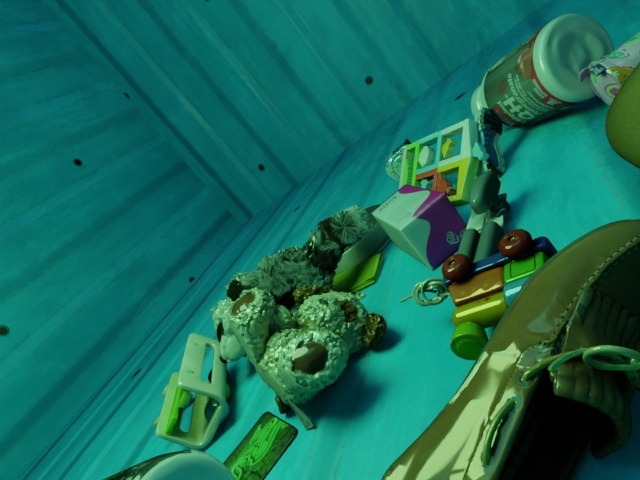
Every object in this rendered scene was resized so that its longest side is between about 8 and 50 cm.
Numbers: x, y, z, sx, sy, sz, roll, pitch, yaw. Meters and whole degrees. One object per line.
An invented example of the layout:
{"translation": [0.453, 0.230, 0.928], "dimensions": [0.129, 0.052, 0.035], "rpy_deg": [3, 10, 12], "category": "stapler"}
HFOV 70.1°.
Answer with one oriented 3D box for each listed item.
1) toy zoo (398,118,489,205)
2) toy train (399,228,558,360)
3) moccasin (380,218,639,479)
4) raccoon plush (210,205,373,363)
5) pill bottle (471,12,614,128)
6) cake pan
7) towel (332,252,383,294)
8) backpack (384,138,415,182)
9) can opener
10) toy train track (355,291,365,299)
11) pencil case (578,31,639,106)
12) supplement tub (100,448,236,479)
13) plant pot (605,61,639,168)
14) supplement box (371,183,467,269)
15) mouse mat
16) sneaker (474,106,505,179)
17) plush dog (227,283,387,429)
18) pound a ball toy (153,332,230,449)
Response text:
{"translation": [0.288, -0.172, 1.107], "dimensions": [0.293, 0.030, 0.193], "rpy_deg": [-9, 71, 65], "category": "toy zoo"}
{"translation": [0.196, 0.098, 0.608], "dimensions": [0.248, 0.105, 0.143], "rpy_deg": [-29, 23, 38], "category": "toy train"}
{"translation": [0.209, 0.132, 0.395], "dimensions": [0.380, 0.139, 0.147], "rpy_deg": [-41, 20, -13], "category": "moccasin"}
{"translation": [-0.068, 0.127, 1.109], "dimensions": [0.446, 0.216, 0.299], "rpy_deg": [-32, 0, -27], "category": "raccoon plush"}
{"translation": [0.486, -0.362, 1.055], "dimensions": [0.176, 0.176, 0.318], "rpy_deg": [-43, 5, -9], "category": "pill bottle"}
{"translation": [0.091, 0.001, 1.267], "dimensions": [0.293, 0.054, 0.293], "rpy_deg": [-38, 14, 11], "category": "cake pan"}
{"translation": [0.047, 0.106, 1.108], "dimensions": [0.237, 0.021, 0.102], "rpy_deg": [-30, 25, 36], "category": "towel"}
{"translation": [0.264, -0.243, 1.454], "dimensions": [0.114, 0.105, 0.084], "rpy_deg": [-39, 12, 28], "category": "backpack"}
{"translation": [0.269, -0.011, 0.786], "dimensions": [0.074, 0.093, 0.280], "rpy_deg": [-26, 24, 41], "category": "can opener"}
{"translation": [0.064, 0.134, 1.014], "dimensions": [0.083, 0.014, 0.048], "rpy_deg": [-32, 16, 33], "category": "toy train track"}
{"translation": [0.626, -0.355, 0.815], "dimensions": [0.284, 0.124, 0.124], "rpy_deg": [-36, 15, 16], "category": "pencil case"}
{"translation": [-0.267, 0.423, 0.603], "dimensions": [0.337, 0.207, 0.207], "rpy_deg": [-33, 16, 29], "category": "supplement tub"}
{"translation": [0.449, -0.153, 0.520], "dimensions": [0.237, 0.237, 0.254], "rpy_deg": [-39, 0, 6], "category": "plant pot"}
{"translation": [0.206, -0.037, 0.963], "dimensions": [0.111, 0.114, 0.220], "rpy_deg": [-39, 13, 1], "category": "supplement box"}
{"translation": [-0.127, 0.382, 0.776], "dimensions": [0.190, 0.007, 0.152], "rpy_deg": [-46, 15, -25], "category": "mouse mat"}
{"translation": [0.373, -0.221, 1.064], "dimensions": [0.083, 0.071, 0.191], "rpy_deg": [141, 141, -61], "category": "sneaker"}
{"translation": [-0.004, 0.177, 0.815], "dimensions": [0.225, 0.211, 0.262], "rpy_deg": [-32, 37, -30], "category": "plush dog"}
{"translation": [-0.291, 0.366, 1.067], "dimensions": [0.208, 0.135, 0.319], "rpy_deg": [-66, 13, 4], "category": "pound a ball toy"}
